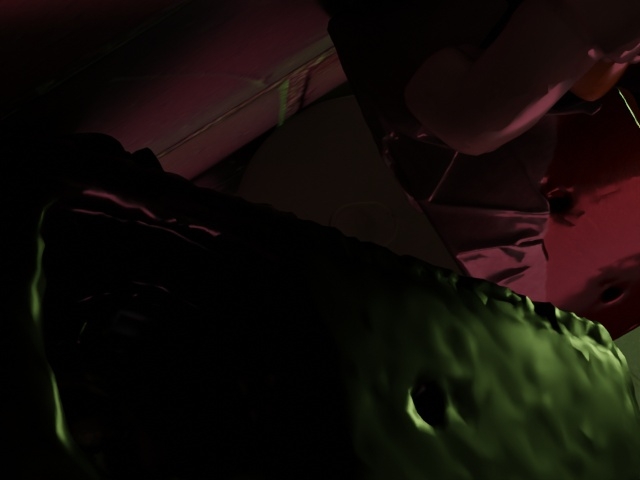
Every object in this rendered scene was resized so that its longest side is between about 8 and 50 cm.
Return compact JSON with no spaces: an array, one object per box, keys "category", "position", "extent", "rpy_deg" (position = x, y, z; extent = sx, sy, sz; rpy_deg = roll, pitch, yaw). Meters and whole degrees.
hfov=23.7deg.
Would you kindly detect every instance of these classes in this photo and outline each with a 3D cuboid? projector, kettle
[{"category":"projector","position":[-0.116,0.178,0.586],"extent":[0.405,0.242,0.395],"rpy_deg":[-33,146,34]},{"category":"kettle","position":[0.010,-0.013,1.246],"extent":[0.205,0.265,0.318],"rpy_deg":[-64,178,0]}]

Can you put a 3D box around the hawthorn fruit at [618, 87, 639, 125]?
[{"category":"hawthorn fruit","position":[0.307,-0.173,1.232],"extent":[0.215,0.215,0.249],"rpy_deg":[-32,179,-4]}]

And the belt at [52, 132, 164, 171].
[{"category":"belt","position":[-0.146,0.020,0.665],"extent":[0.190,0.082,0.141],"rpy_deg":[-34,168,33]}]

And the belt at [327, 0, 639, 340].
[{"category":"belt","position":[0.105,-0.051,0.819],"extent":[0.115,0.227,0.324],"rpy_deg":[-33,159,8]}]

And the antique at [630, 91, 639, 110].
[{"category":"antique","position":[0.276,-0.121,0.623],"extent":[0.322,0.255,0.185],"rpy_deg":[-25,160,8]}]

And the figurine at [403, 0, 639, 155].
[{"category":"figurine","position":[0.136,-0.132,0.453],"extent":[0.308,0.143,0.308],"rpy_deg":[-32,175,-3]}]
